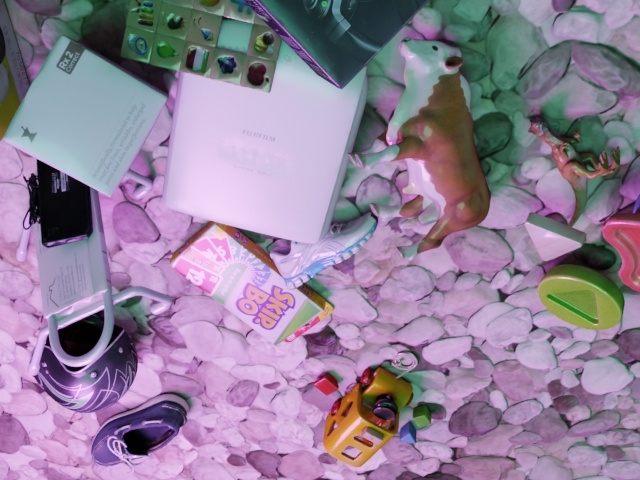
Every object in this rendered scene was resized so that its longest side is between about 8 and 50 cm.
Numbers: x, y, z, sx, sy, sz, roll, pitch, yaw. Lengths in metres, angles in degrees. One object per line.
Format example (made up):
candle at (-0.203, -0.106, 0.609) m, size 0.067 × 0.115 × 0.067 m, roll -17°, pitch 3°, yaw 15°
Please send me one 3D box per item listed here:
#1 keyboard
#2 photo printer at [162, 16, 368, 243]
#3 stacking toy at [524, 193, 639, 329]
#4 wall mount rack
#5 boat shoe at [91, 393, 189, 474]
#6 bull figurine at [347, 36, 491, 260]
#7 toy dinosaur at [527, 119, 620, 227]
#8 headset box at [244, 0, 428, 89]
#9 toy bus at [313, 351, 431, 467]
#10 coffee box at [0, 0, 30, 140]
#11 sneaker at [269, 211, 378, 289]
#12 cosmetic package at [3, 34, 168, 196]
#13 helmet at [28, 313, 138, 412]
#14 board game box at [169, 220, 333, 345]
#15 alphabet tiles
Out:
keyboard at (-0.382, -0.077, 1.269) m, size 0.100 × 0.192 × 0.038 m, roll -11°, pitch 155°, yaw 0°
photo printer at (-0.077, -0.158, 1.204) m, size 0.256 × 0.107 × 0.308 m, roll 15°, pitch 127°, yaw -3°
stacking toy at (0.463, 0.024, 1.271) m, size 0.279 × 0.130 × 0.309 m, roll 12°, pitch 146°, yaw 34°
wall mount rack at (-0.379, 0.047, 1.316) m, size 0.304 × 0.350 × 0.130 m, roll -24°, pitch 154°, yaw 20°
boat shoe at (-0.351, 0.378, 1.649) m, size 0.254 × 0.079 × 0.095 m, roll -28°, pitch 118°, yaw 25°
bull figurine at (0.142, -0.118, 1.184) m, size 0.188 × 0.101 × 0.310 m, roll -30°, pitch 126°, yaw -3°
toy dinosaur at (0.363, -0.098, 1.231) m, size 0.112 × 0.064 × 0.211 m, roll -3°, pitch 129°, yaw 43°
headset box at (0.014, -0.349, 0.987) m, size 0.283 × 0.131 × 0.246 m, roll 42°, pitch 95°, yaw -21°
toy bus at (0.090, 0.311, 1.525) m, size 0.190 × 0.104 × 0.202 m, roll -8°, pitch 125°, yaw 13°
coffee box at (-0.615, -0.239, 1.078) m, size 0.338 × 0.334 × 0.338 m, roll -1°, pitch 126°, yaw 8°
sneaker at (0.000, 0.000, 1.337) m, size 0.190 × 0.071 × 0.083 m, roll -32°, pitch 102°, yaw 21°
cosmetic package at (-0.303, -0.167, 1.154) m, size 0.151 × 0.184 × 0.151 m, roll 29°, pitch 95°, yaw -14°
helmet at (-0.395, 0.213, 1.486) m, size 0.161 × 0.169 × 0.169 m, roll 27°, pitch 126°, yaw 8°
board game box at (-0.110, 0.076, 1.428) m, size 0.259 × 0.039 × 0.124 m, roll 38°, pitch 123°, yaw -22°
alphabet tiles at (-0.131, -0.322, 1.081) m, size 0.198 × 0.009 × 0.237 m, roll 14°, pitch 98°, yaw 4°
